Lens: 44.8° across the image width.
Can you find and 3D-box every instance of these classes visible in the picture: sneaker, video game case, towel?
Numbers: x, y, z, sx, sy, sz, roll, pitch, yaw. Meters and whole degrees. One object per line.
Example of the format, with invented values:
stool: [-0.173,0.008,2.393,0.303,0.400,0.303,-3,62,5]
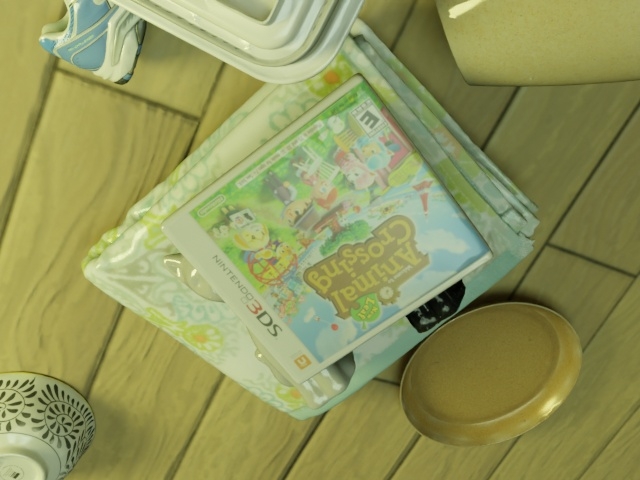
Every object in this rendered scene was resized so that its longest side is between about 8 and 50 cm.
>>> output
sneaker: [-0.170,-0.230,0.627,0.081,0.080,0.211,11,117,-21]
video game case: [0.006,-0.001,0.658,0.212,0.023,0.193,-35,107,13]
towel: [0.000,0.000,0.803,0.374,0.090,0.320,-41,117,14]

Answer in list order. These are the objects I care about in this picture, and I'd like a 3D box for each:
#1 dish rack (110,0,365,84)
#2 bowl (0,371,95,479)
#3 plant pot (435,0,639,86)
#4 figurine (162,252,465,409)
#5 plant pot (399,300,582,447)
dish rack: [-0.094,-0.290,0.524,0.333,0.072,0.285,28,108,1]
bowl: [-0.347,0.240,0.885,0.170,0.080,0.170,-6,122,-9]
plant pot: [0.234,-0.232,0.632,0.274,0.256,0.256,-17,125,20]
figurine: [-0.012,0.028,0.725,0.215,0.092,0.209,-38,110,13]
plant pot: [0.211,0.165,0.977,0.236,0.032,0.236,-5,123,-9]
